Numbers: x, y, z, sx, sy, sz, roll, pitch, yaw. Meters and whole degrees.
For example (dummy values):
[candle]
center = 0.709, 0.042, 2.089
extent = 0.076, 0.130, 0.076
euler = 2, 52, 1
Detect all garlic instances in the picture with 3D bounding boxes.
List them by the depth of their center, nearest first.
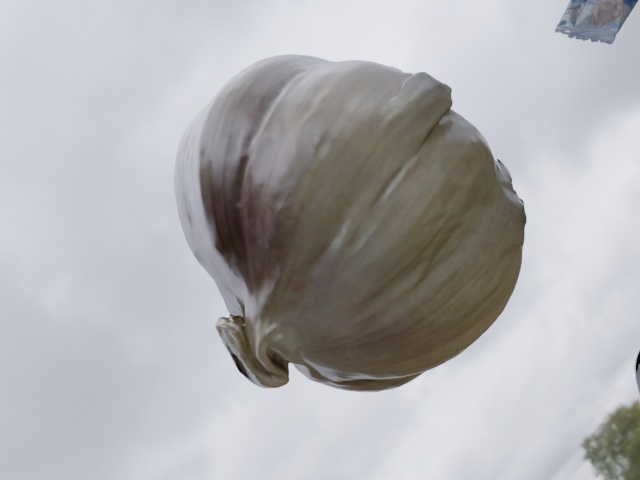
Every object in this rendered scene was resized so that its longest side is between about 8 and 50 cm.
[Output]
[garlic]
center = 0.009, -0.011, 0.774
extent = 0.241, 0.322, 0.322
euler = -20, -35, -40

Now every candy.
[candy]
center = 0.330, -0.283, 1.044
extent = 0.038, 0.088, 0.136
euler = 38, -100, -42

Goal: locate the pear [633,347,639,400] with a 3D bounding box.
[pear]
center = 0.249, 0.087, 0.235
extent = 0.256, 0.238, 0.164
euler = 10, -59, -9
